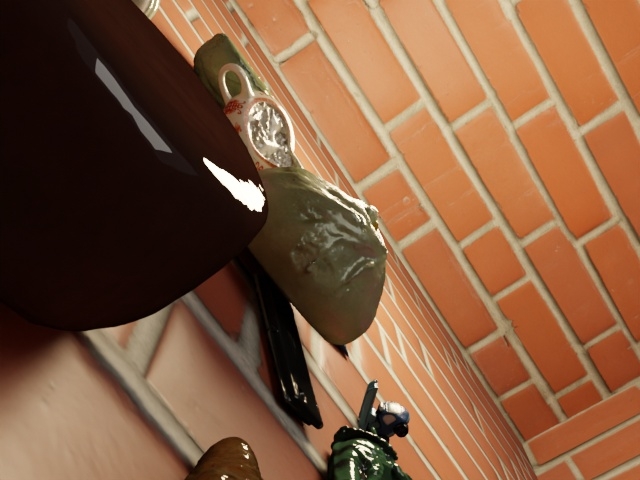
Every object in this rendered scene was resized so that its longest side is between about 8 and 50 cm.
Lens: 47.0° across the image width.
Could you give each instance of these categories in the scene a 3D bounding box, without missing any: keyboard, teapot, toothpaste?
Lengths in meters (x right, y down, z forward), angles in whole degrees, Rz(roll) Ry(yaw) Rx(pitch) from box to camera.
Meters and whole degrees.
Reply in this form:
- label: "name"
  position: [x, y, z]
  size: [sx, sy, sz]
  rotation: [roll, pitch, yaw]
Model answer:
- label: "keyboard"
  position: [-0.046, 0.138, 0.962]
  size: [0.094, 0.025, 0.230]
  rotation: [52, 12, -38]
- label: "teapot"
  position: [-0.119, -0.198, 1.317]
  size: [0.116, 0.159, 0.246]
  rotation: [1, -52, 49]
- label: "toothpaste"
  position: [0.017, 0.153, 1.245]
  size: [0.140, 0.021, 0.037]
  rotation: [53, 16, -42]

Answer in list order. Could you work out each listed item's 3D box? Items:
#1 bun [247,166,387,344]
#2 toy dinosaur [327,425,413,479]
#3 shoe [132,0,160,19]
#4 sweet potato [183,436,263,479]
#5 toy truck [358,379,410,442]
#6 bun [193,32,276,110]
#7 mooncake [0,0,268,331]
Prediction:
- label: "bun"
  position: [0.000, 0.000, 1.071]
  size: [0.283, 0.179, 0.283]
  rotation: [53, -2, 3]
- label: "toy dinosaur"
  position: [0.055, 0.290, 0.861]
  size: [0.120, 0.079, 0.292]
  rotation: [53, 7, 1]
- label: "shoe"
  position: [-0.345, -0.428, 0.930]
  size: [0.363, 0.131, 0.160]
  rotation: [51, 11, -17]
- label: "sweet potato"
  position: [-0.073, 0.200, 0.461]
  size: [0.114, 0.092, 0.341]
  rotation: [43, 7, 9]
- label: "toy truck"
  position: [0.090, 0.260, 1.118]
  size: [0.090, 0.073, 0.056]
  rotation: [57, 10, -11]
- label: "bun"
  position: [-0.166, -0.292, 1.445]
  size: [0.221, 0.108, 0.221]
  rotation: [53, 4, -5]
- label: "mooncake"
  position: [-0.184, -0.084, 0.542]
  size: [0.334, 0.174, 0.326]
  rotation: [47, 12, -37]
